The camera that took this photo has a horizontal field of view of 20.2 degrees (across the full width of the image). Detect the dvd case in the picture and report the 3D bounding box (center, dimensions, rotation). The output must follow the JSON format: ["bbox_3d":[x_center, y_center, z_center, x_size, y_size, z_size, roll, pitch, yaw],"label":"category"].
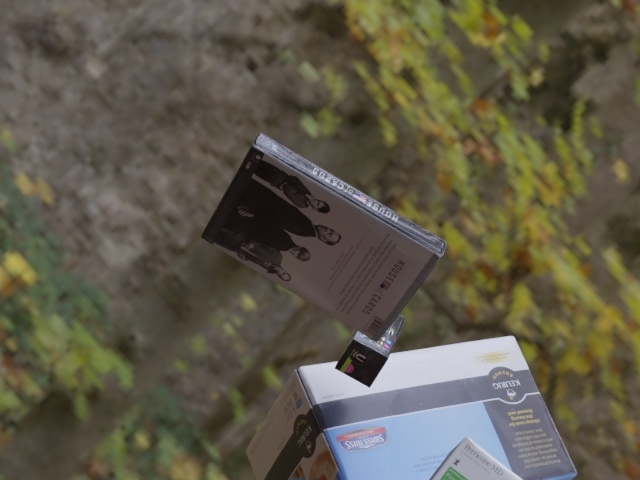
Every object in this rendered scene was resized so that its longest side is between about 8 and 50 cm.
[{"bbox_3d":[0.000,0.000,1.996,0.238,0.030,0.179,30,-43,-3],"label":"dvd case"}]

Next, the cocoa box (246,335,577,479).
[{"bbox_3d":[0.119,0.298,2.405,0.228,0.347,0.231,67,-33,28],"label":"cocoa box"}]

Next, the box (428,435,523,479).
[{"bbox_3d":[0.173,0.293,2.047,0.101,0.087,0.102,37,-18,6],"label":"box"}]

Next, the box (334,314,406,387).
[{"bbox_3d":[0.062,0.127,2.216,0.052,0.083,0.062,28,-49,-1],"label":"box"}]
